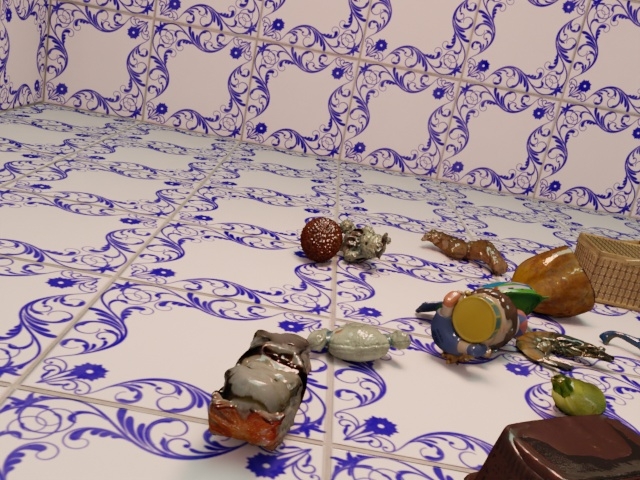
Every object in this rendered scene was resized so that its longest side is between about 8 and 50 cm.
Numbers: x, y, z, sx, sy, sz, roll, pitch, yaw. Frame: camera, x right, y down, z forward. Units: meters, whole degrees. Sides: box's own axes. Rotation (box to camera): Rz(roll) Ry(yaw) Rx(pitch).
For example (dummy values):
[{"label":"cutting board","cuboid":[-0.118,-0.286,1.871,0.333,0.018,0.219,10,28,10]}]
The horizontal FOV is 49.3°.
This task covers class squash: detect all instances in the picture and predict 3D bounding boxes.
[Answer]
[{"label":"squash","cuboid":[0.485,0.302,1.351,0.200,0.075,0.090,25,21,-48]}]

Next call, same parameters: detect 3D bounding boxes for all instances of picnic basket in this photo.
[{"label":"picnic basket","cuboid":[0.376,0.353,1.016,0.296,0.129,0.222,2,21,-26]},{"label":"picnic basket","cuboid":[0.951,0.096,2.139,0.312,0.175,0.228,12,16,1]}]

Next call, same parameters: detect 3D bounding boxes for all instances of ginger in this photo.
[{"label":"ginger","cuboid":[0.465,0.025,2.208,0.290,0.084,0.122,23,14,32]}]

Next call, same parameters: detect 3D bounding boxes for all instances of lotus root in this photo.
[{"label":"lotus root","cuboid":[0.612,0.134,1.886,0.180,0.199,0.188,-24,-15,-10]}]

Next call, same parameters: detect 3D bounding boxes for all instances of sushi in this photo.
[{"label":"sushi","cuboid":[-0.085,0.230,1.112,0.124,0.130,0.332,13,16,6]}]

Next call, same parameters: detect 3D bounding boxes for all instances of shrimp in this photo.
[{"label":"shrimp","cuboid":[0.554,0.258,1.589,0.217,0.051,0.150,10,18,21]}]

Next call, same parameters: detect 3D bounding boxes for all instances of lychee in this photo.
[{"label":"lychee","cuboid":[0.003,0.002,1.925,0.123,0.123,0.129,7,43,-15]}]

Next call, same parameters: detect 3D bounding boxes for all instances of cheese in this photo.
[{"label":"cheese","cuboid":[0.393,0.152,1.691,0.320,0.083,0.204,-1,-18,-8]}]

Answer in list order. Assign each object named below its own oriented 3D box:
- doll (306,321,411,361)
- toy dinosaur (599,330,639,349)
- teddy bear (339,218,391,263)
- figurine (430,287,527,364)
[{"label":"doll","cuboid":[0.074,0.205,1.404,0.214,0.072,0.103,0,4,-7]},{"label":"toy dinosaur","cuboid":[0.839,0.229,1.697,0.075,0.247,0.188,51,4,-45]},{"label":"teddy bear","cuboid":[0.122,0.020,1.980,0.213,0.111,0.133,16,57,47]},{"label":"figurine","cuboid":[0.354,0.175,1.520,0.158,0.161,0.275,-29,-13,31]}]
